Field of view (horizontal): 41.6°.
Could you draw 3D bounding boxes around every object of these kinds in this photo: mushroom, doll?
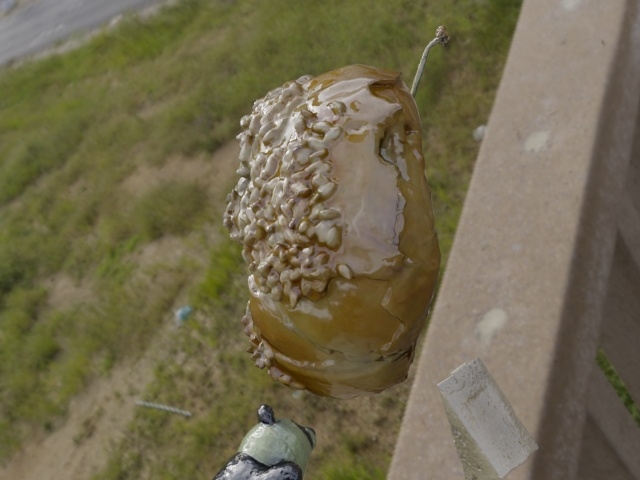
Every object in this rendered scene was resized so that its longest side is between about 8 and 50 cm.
[{"bbox_3d":[0.126,-0.166,1.195,0.028,0.026,0.286,21,98,13],"label":"mushroom"},{"bbox_3d":[-0.077,0.322,1.022,0.135,0.143,0.234,22,69,27],"label":"doll"}]

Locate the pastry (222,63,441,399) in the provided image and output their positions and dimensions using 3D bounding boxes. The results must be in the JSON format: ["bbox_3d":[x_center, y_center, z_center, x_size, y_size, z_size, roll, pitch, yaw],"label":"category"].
[{"bbox_3d":[0.000,0.000,0.724,0.161,0.311,0.255,-8,53,-7],"label":"pastry"}]

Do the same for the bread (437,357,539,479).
[{"bbox_3d":[0.204,0.239,1.109,0.077,0.152,0.105,-29,-7,-22],"label":"bread"}]
